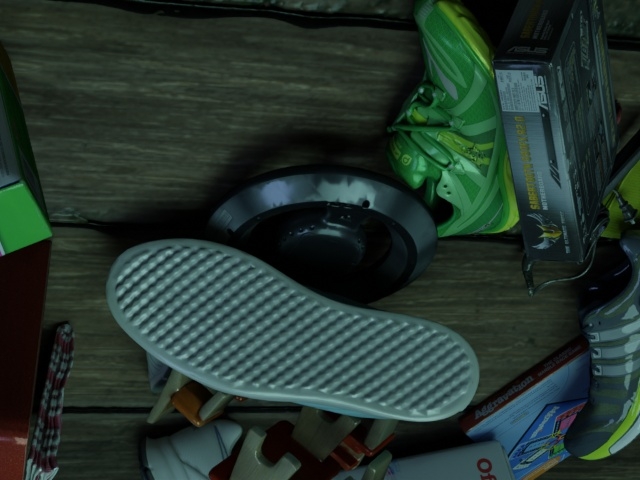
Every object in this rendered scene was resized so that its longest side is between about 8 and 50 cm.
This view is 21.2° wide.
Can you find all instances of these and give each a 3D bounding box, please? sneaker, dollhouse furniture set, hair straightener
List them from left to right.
[{"bbox_3d":[-0.153,0.105,1.738,0.053,0.061,0.152,-16,153,-17],"label":"sneaker"},{"bbox_3d":[-0.085,0.325,1.817,0.129,0.297,0.111,-24,174,-13],"label":"sneaker"},{"bbox_3d":[-0.036,0.102,1.666,0.365,0.150,0.135,21,78,-6],"label":"sneaker"},{"bbox_3d":[-0.017,0.214,1.747,0.259,0.262,0.135,-27,153,-56],"label":"dollhouse furniture set"},{"bbox_3d":[0.121,-0.105,1.613,0.123,0.109,0.296,-20,133,-6],"label":"sneaker"},{"bbox_3d":[0.282,-0.028,1.763,0.089,0.047,0.230,25,115,-8],"label":"hair straightener"},{"bbox_3d":[0.325,0.107,1.868,0.121,0.111,0.300,21,115,-3],"label":"sneaker"}]

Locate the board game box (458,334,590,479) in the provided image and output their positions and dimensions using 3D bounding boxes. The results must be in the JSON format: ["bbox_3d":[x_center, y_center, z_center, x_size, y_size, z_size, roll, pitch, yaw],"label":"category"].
[{"bbox_3d":[0.311,0.170,1.981,0.281,0.027,0.145,-36,131,12],"label":"board game box"}]

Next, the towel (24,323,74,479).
[{"bbox_3d":[-0.265,0.198,1.677,0.029,0.197,0.144,11,130,-6],"label":"towel"}]

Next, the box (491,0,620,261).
[{"bbox_3d":[0.220,-0.124,1.574,0.056,0.183,0.231,3,133,21],"label":"box"}]

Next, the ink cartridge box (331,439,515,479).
[{"bbox_3d":[0.093,0.358,1.924,0.278,0.201,0.117,-10,147,-8],"label":"ink cartridge box"}]

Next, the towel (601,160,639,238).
[{"bbox_3d":[0.372,-0.091,1.780,0.102,0.021,0.237,10,126,-26],"label":"towel"}]

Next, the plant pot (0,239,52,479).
[{"bbox_3d":[-0.385,0.165,1.573,0.235,0.267,0.267,7,128,-10],"label":"plant pot"}]

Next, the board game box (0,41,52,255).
[{"bbox_3d":[-0.391,-0.042,1.387,0.316,0.242,0.064,-21,134,0],"label":"board game box"}]

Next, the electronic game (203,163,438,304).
[{"bbox_3d":[0.000,0.000,1.670,0.229,0.048,0.229,-1,145,-1],"label":"electronic game"}]
